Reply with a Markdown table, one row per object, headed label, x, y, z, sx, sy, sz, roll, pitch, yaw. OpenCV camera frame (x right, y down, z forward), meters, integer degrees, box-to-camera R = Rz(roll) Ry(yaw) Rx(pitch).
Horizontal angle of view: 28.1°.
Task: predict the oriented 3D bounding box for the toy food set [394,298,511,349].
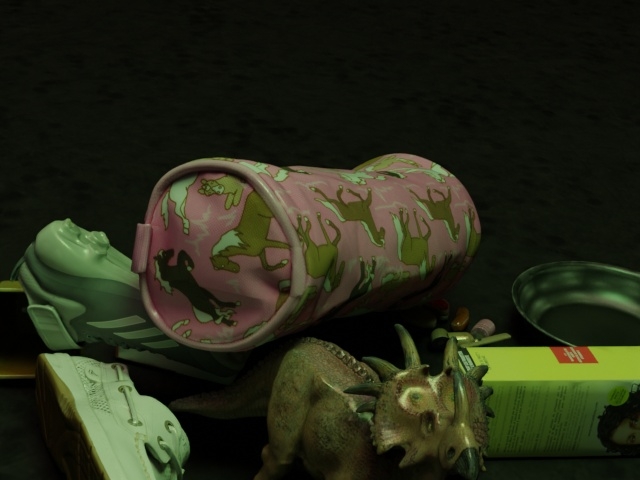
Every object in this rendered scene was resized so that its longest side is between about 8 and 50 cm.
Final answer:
| label | x | y | z | sx | sy | sz | roll | pitch | yaw |
| --- | --- | --- | --- | --- | --- | --- | --- | --- | --- |
| toy food set | 0.130 | 0.086 | 1.261 | 0.078 | 0.019 | 0.122 | -10 | 23 | -25 |

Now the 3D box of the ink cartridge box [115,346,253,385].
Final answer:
| label | x | y | z | sx | sy | sz | roll | pitch | yaw |
| --- | --- | --- | --- | --- | --- | --- | --- | --- | --- |
| ink cartridge box | -0.105 | 0.050 | 1.225 | 0.115 | 0.067 | 0.198 | 12 | 28 | 11 |

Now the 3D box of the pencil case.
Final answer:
| label | x | y | z | sx | sy | sz | roll | pitch | yaw |
| --- | --- | --- | --- | --- | --- | --- | --- | --- | --- |
| pencil case | 0.000 | 0.000 | 1.125 | 0.160 | 0.167 | 0.386 | 61 | 26 | 10 |

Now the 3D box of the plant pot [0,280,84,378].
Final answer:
| label | x | y | z | sx | sy | sz | roll | pitch | yaw |
| --- | --- | --- | --- | --- | --- | --- | --- | --- | --- |
| plant pot | -0.251 | 0.073 | 1.143 | 0.081 | 0.081 | 0.083 | 1 | 11 | -10 |

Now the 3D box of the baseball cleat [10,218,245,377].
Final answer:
| label | x | y | z | sx | sy | sz | roll | pitch | yaw |
| --- | --- | --- | --- | --- | --- | --- | --- | --- | --- |
| baseball cleat | -0.165 | 0.068 | 1.086 | 0.206 | 0.109 | 0.072 | 38 | 19 | -10 |

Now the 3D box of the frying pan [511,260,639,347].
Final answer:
| label | x | y | z | sx | sy | sz | roll | pitch | yaw |
| --- | --- | --- | --- | --- | --- | --- | --- | --- | --- |
| frying pan | 0.329 | 0.060 | 1.317 | 0.197 | 0.053 | 0.326 | 27 | 32 | 34 |

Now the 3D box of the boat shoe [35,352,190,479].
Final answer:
| label | x | y | z | sx | sy | sz | roll | pitch | yaw |
| --- | --- | --- | --- | --- | --- | --- | --- | --- | --- |
| boat shoe | -0.144 | 0.160 | 0.971 | 0.096 | 0.098 | 0.277 | -5 | 27 | -23 |

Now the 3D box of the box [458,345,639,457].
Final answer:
| label | x | y | z | sx | sy | sz | roll | pitch | yaw |
| --- | --- | --- | --- | --- | --- | --- | --- | --- | --- |
| box | 0.224 | 0.139 | 1.106 | 0.232 | 0.087 | 0.058 | 0 | 28 | -10 |

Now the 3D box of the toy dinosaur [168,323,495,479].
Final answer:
| label | x | y | z | sx | sy | sz | roll | pitch | yaw |
| --- | --- | --- | --- | --- | --- | --- | --- | --- | --- |
| toy dinosaur | 0.022 | 0.132 | 0.949 | 0.295 | 0.200 | 0.127 | 26 | 33 | 35 |
